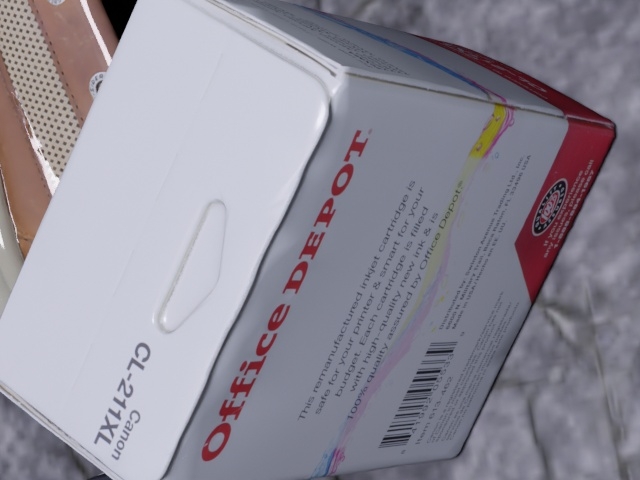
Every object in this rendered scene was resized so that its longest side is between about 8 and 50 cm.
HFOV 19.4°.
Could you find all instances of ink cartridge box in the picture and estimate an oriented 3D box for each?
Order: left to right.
[{"bbox_3d":[0.000,0.000,0.557,0.072,0.175,0.127,33,104,29],"label":"ink cartridge box"}]

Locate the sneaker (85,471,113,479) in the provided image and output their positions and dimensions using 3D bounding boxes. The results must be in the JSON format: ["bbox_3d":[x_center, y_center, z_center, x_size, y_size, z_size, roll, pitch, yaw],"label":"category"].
[{"bbox_3d":[-0.075,0.254,0.572,0.137,0.210,0.365,-15,80,31],"label":"sneaker"}]

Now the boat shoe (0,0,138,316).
[{"bbox_3d":[-0.086,-0.116,0.653,0.116,0.123,0.324,-14,93,24],"label":"boat shoe"}]
